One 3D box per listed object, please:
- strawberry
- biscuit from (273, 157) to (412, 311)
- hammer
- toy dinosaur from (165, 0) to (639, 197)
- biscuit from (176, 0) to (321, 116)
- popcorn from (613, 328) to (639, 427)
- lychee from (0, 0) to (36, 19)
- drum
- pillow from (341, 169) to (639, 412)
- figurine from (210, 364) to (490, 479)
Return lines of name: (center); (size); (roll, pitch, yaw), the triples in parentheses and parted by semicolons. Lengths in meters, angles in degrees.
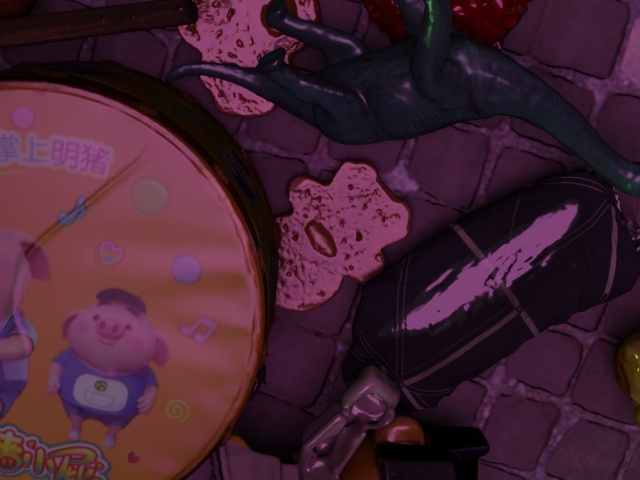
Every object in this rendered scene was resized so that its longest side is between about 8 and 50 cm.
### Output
strawberry: (0.100, -0.278, 1.273); (0.236, 0.111, 0.190); (37, 101, -8)
biscuit: (0.006, 0.001, 1.372); (0.133, 0.027, 0.184); (37, 100, -8)
hammer: (-0.284, -0.190, 1.225); (0.366, 0.111, 0.043); (-4, 79, 19)
toy dinosaur: (0.094, -0.105, 1.285); (0.384, 0.129, 0.331); (-18, 128, 33)
biscuit: (-0.071, -0.239, 1.316); (0.144, 0.040, 0.236); (2, 104, 6)
popcorn: (0.455, 0.154, 1.327); (0.332, 0.225, 0.264); (23, 106, 6)
lychee: (-0.304, -0.249, 1.267); (0.140, 0.114, 0.101); (3, 130, 14)
drum: (-0.244, 0.041, 1.270); (0.431, 0.214, 0.431); (0, 102, 1)
pillow: (0.165, 0.056, 1.355); (0.335, 0.092, 0.161); (-32, 106, 6)
figurine: (0.033, 0.261, 1.358); (0.309, 0.143, 0.308); (-6, 143, -5)
